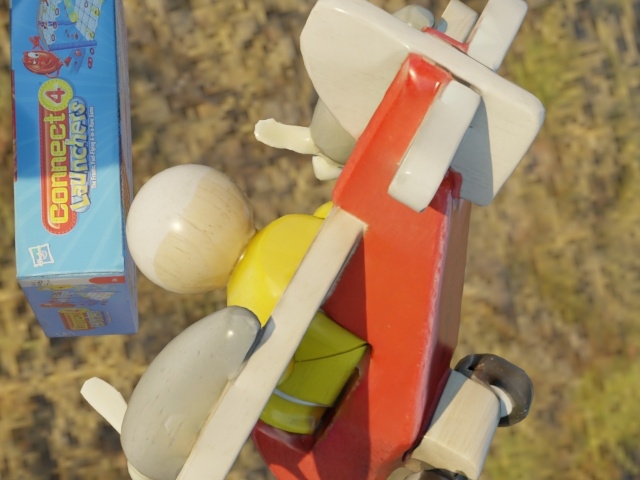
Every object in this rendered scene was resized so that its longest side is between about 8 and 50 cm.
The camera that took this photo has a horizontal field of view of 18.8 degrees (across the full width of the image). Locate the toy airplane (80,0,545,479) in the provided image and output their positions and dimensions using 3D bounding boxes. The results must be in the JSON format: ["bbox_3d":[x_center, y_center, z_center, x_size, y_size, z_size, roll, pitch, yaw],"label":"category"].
[{"bbox_3d":[0.000,0.000,1.227,0.386,0.272,0.384,16,88,-74],"label":"toy airplane"}]

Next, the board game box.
[{"bbox_3d":[-0.209,-0.088,1.652,0.308,0.086,0.301,106,-19,-77],"label":"board game box"}]
